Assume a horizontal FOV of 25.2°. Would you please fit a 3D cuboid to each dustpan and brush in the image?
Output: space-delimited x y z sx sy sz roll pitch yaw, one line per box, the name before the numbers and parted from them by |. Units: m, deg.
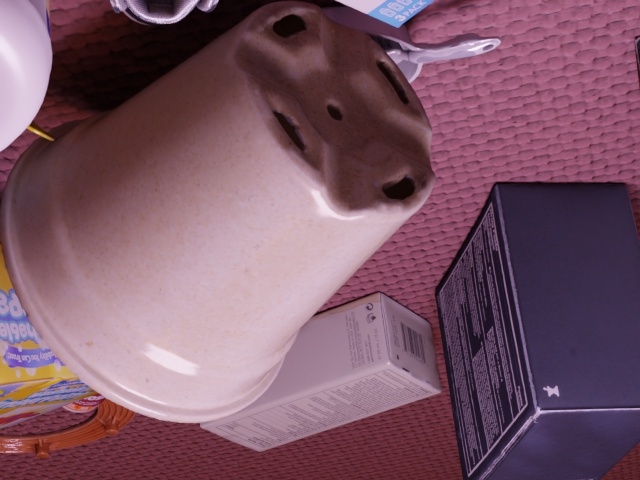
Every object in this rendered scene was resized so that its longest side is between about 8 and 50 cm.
dustpan and brush | 0.066 -0.180 1.363 0.211 0.060 0.147 -15 152 16

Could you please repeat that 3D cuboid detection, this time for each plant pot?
plant pot | -0.073 -0.046 1.311 0.334 0.334 0.305 15 142 -37

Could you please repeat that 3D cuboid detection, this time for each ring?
ring | -0.442 0.265 2.133 0.336 0.032 0.336 -5 152 -3

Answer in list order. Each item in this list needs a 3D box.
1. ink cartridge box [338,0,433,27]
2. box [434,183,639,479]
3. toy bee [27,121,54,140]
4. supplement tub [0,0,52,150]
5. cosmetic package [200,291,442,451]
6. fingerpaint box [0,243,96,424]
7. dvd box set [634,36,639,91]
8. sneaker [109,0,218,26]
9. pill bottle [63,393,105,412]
ink cartridge box | 0.024 -0.238 1.086 0.181 0.061 0.104 17 144 -37
box | 0.277 0.127 1.752 0.183 0.296 0.294 -1 152 -11
toy bee | -0.357 -0.130 1.299 0.298 0.162 0.195 -31 115 17
supplement tub | -0.292 -0.225 0.891 0.241 0.331 0.241 -6 152 -3
cosmetic package | -0.004 0.190 2.007 0.309 0.113 0.160 -20 150 24
fingerpaint box | -0.436 0.133 1.570 0.371 0.163 0.445 -21 172 19
dvd box set | 0.405 0.010 1.551 0.062 0.307 0.420 -10 154 12
sneaker | -0.134 -0.220 1.135 0.101 0.153 0.268 -3 153 -8
pill bottle | -0.302 0.166 1.914 0.086 0.086 0.152 8 149 -27
